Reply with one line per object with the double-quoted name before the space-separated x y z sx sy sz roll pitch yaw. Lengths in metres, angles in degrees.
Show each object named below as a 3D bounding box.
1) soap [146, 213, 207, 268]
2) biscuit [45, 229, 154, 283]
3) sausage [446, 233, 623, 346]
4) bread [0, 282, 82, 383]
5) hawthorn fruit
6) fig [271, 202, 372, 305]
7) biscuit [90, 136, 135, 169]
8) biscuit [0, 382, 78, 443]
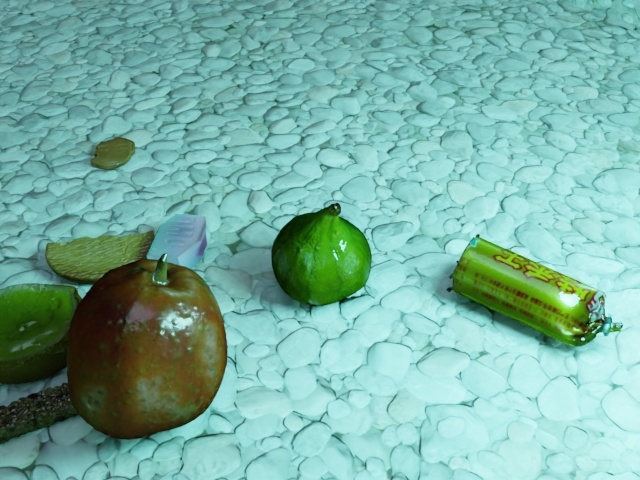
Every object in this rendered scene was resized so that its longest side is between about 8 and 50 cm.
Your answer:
"soap" -0.290 0.004 1.623 0.100 0.056 0.149 6 40 6
"biscuit" -0.450 0.038 1.607 0.224 0.033 0.144 -9 42 -8
"sausage" 0.389 0.102 1.421 0.317 0.117 0.125 26 51 31
"bread" -0.540 0.164 1.431 0.236 0.070 0.236 -2 39 2
"hawthorn fruit" -0.277 0.160 1.270 0.275 0.300 0.275 11 19 -4
"fig" 0.000 0.000 1.476 0.203 0.235 0.203 -2 44 1
"biscuit" -0.511 -0.218 1.931 0.102 0.019 0.130 3 39 5
"biscuit" -0.497 0.294 1.297 0.199 0.034 0.064 -18 41 -19
